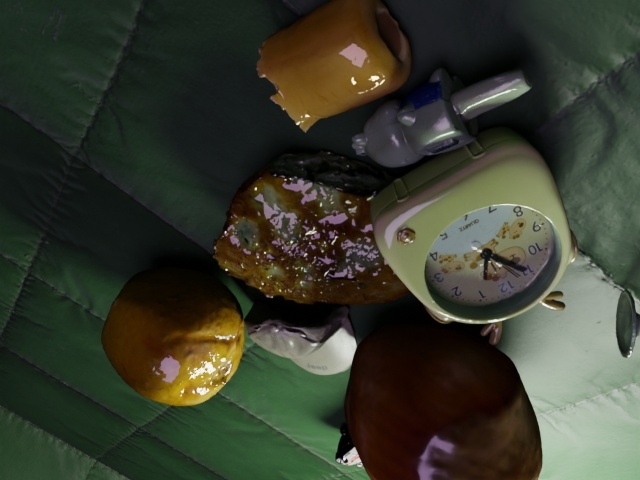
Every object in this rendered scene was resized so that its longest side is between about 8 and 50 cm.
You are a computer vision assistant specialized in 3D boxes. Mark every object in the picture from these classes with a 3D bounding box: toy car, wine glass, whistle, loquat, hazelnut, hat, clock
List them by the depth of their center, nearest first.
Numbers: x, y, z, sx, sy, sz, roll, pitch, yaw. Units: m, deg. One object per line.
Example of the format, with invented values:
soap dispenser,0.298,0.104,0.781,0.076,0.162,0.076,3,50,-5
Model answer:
whistle,0.141,-0.156,0.678,0.245,0.091,0.110,-20,164,39
clock,0.230,0.016,0.757,0.235,0.096,0.308,-30,117,13
wine glass,0.558,0.128,0.762,0.231,0.103,0.103,3,132,17
hazelnut,0.207,0.315,0.948,0.366,0.365,0.365,12,134,12
loquat,-0.293,0.189,1.067,0.284,0.276,0.275,22,136,12
hat,-0.038,0.218,1.081,0.215,0.149,0.244,-4,118,26
toy car,0.116,0.476,1.281,0.108,0.089,0.209,24,133,-10

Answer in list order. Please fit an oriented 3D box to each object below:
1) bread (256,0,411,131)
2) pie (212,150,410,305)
bread,0.018,-0.222,0.674,0.173,0.085,0.134,-16,123,34
pie,0.000,0.000,0.877,0.355,0.102,0.288,10,134,4
